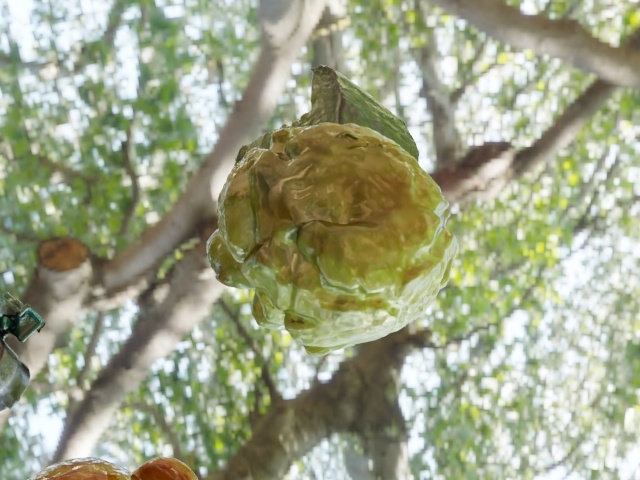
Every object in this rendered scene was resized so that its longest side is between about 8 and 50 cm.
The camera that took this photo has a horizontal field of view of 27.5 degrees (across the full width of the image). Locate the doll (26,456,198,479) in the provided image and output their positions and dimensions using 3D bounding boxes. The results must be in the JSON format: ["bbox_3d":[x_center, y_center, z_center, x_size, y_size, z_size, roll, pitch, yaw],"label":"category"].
[{"bbox_3d":[-0.247,0.281,1.142,0.167,0.162,0.270,31,-154,23],"label":"doll"}]

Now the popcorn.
[{"bbox_3d":[0.000,0.000,1.050,0.212,0.198,0.198,-29,-156,36],"label":"popcorn"}]

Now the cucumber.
[{"bbox_3d":[0.003,-0.070,1.398,0.191,0.130,0.191,-31,-139,31],"label":"cucumber"}]

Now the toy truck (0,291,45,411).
[{"bbox_3d":[-0.269,0.081,0.718,0.216,0.110,0.116,-45,-139,-12],"label":"toy truck"}]
